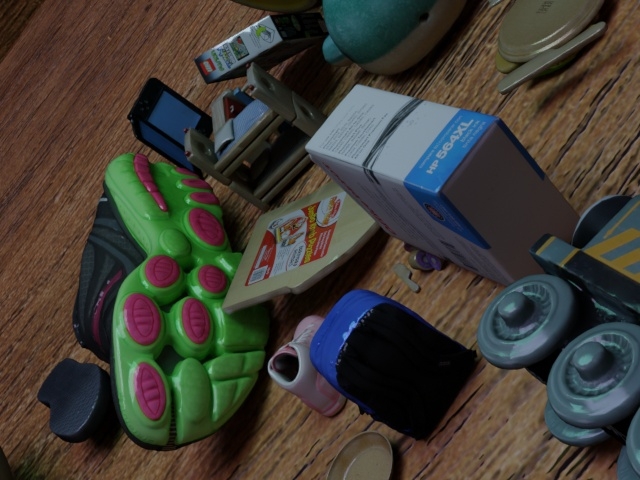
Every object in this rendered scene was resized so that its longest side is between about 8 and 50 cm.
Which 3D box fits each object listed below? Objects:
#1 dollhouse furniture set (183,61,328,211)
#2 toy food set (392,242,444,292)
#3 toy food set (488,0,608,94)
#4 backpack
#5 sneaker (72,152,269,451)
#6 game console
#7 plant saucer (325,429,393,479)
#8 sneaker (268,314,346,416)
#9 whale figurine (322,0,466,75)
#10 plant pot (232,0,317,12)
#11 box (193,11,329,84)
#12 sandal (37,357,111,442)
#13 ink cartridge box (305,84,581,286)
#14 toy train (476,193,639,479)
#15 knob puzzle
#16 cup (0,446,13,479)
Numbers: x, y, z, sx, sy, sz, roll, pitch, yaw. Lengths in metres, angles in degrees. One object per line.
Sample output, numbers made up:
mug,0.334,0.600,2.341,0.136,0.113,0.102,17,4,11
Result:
dollhouse furniture set,-0.084,-0.160,1.417,0.129,0.129,0.184,-43,32,22
toy food set,0.112,-0.012,1.094,0.122,0.019,0.078,-53,30,6
toy food set,0.227,-0.214,1.118,0.132,0.038,0.192,-30,33,27
backpack,0.049,0.101,0.973,0.098,0.120,0.101,-60,30,-6
sneaker,-0.184,0.085,1.323,0.483,0.185,0.202,-107,38,-57
game console,-0.202,-0.156,1.593,0.071,0.122,0.107,4,63,56
plant saucer,0.037,0.207,0.992,0.083,0.015,0.083,-35,36,31
sneaker,-0.017,0.109,1.115,0.051,0.070,0.134,-46,30,21
whale figurine,0.061,-0.307,1.337,0.216,0.141,0.272,-50,29,11
plant pot,-0.063,-0.461,1.591,0.254,0.254,0.239,0,75,56
box,-0.069,-0.245,1.438,0.114,0.036,0.207,-26,4,20
sandal,-0.308,0.204,1.476,0.097,0.054,0.254,-52,19,-7
ink cartridge box,0.103,-0.049,0.991,0.086,0.148,0.203,-52,35,-8
toy train,0.241,0.072,0.721,0.190,0.142,0.334,-44,28,-4
knob puzzle,0.000,0.000,1.218,0.213,0.030,0.213,-28,26,15
cup,-0.518,0.333,1.430,0.331,0.331,0.237,-47,6,15
